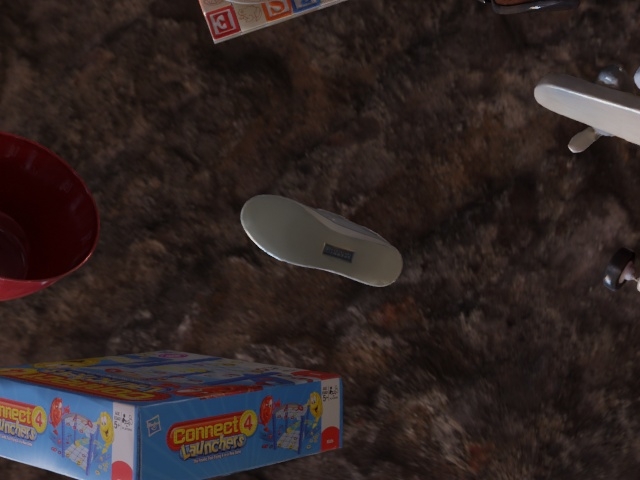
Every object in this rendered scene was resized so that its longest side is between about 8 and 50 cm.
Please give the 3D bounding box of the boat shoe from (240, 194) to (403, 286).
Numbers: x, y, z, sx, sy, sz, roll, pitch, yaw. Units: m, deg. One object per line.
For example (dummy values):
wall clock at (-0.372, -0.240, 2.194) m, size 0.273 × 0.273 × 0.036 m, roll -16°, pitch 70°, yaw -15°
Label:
boat shoe at (0.001, -0.001, 1.353) m, size 0.227 × 0.081 × 0.079 m, roll 22°, pitch -81°, yaw -4°

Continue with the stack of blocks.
stack of blocks at (-0.049, -0.426, 1.514) m, size 0.297 × 0.087 × 0.171 m, roll -19°, pitch -81°, yaw -2°

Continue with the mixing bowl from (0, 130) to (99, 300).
mixing bowl at (-0.318, -0.009, 0.979) m, size 0.098 × 0.181 × 0.181 m, roll -48°, pitch -115°, yaw 39°

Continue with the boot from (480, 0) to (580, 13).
boot at (0.267, -0.443, 1.300) m, size 0.096 × 0.264 × 0.281 m, roll -4°, pitch -68°, yaw -3°

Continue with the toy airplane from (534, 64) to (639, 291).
toy airplane at (0.496, -0.108, 1.244) m, size 0.272 × 0.384 × 0.386 m, roll -44°, pitch -79°, yaw -31°

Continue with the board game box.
board game box at (-0.186, 0.191, 1.131) m, size 0.308 × 0.302 × 0.086 m, roll 2°, pitch -89°, yaw 39°

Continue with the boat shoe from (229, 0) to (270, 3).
boat shoe at (-0.151, -0.367, 1.253) m, size 0.112 × 0.335 × 0.096 m, roll 42°, pitch -59°, yaw 30°
